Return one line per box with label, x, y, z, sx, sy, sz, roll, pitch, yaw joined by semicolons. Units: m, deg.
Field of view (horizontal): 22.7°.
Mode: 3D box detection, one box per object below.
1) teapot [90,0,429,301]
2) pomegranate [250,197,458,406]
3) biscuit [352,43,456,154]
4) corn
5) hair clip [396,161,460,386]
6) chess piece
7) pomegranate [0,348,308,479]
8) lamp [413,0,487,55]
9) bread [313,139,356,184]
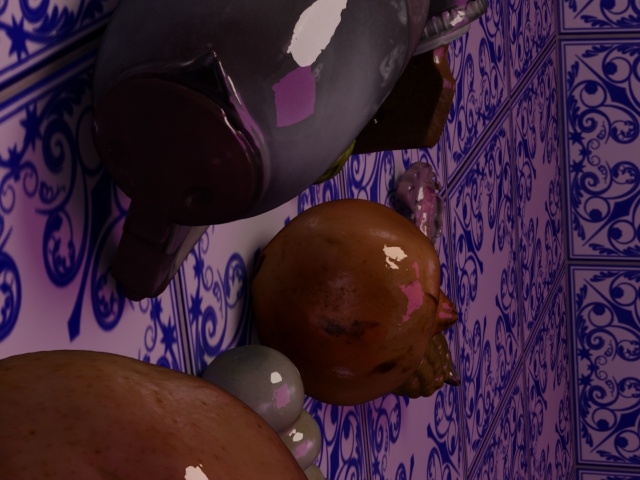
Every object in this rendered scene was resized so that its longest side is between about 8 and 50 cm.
teapot;-0.079;-0.111;1.301;0.312;0.233;0.315;-59;174;-45
pomegranate;0.027;0.061;1.624;0.209;0.209;0.209;1;90;-72
biscuit;0.072;-0.206;1.768;0.034;0.182;0.215;-4;91;-49
corn;0.083;0.124;1.916;0.363;0.120;0.120;47;47;-70
hair clip;0.137;0.050;2.141;0.173;0.069;0.300;37;47;-70
chess piece;-0.046;0.210;1.523;0.133;0.133;0.243;-59;140;-57
pomegranate;-0.129;0.225;0.942;0.338;0.338;0.338;1;90;-72
lamp;0.068;-0.324;1.602;0.374;0.205;0.272;-52;120;-27
bread;0.002;-0.133;1.725;0.130;0.071;0.139;78;22;-46
